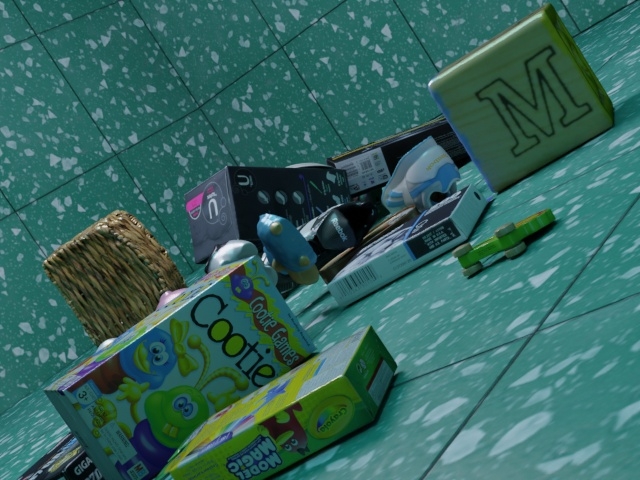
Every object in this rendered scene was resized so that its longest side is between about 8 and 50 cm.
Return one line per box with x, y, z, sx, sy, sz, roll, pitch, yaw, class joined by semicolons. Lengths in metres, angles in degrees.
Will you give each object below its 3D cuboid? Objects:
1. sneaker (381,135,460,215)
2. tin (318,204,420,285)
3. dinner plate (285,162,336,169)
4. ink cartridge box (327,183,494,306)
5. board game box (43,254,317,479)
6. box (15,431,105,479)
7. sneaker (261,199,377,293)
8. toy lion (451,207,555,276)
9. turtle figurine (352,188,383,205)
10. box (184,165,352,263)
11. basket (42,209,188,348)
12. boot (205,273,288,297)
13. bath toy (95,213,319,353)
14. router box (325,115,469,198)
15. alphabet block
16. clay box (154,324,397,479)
0.164;-0.078;1.821;0.087;0.092;0.229;-37;-13;-16;sneaker
0.080;0.009;1.770;0.189;0.040;0.106;-35;10;-8;tin
-0.038;-0.125;2.123;0.141;0.017;0.141;-9;-11;-2;dinner plate
0.129;-0.002;1.551;0.206;0.045;0.208;-31;5;25;ink cartridge box
-0.168;0.156;1.347;0.275;0.144;0.142;-36;7;-23;board game box
-0.322;0.296;1.479;0.175;0.051;0.220;-30;7;29;box
0.000;0.000;1.719;0.234;0.078;0.106;-35;3;-32;sneaker
0.206;-0.004;1.227;0.100;0.034;0.096;-29;0;42;toy lion
0.029;-0.089;2.473;0.234;0.118;0.175;7;56;55;turtle figurine
-0.089;-0.045;2.069;0.270;0.143;0.165;-1;-16;-37;box
-0.380;0.087;2.300;0.213;0.299;0.223;-31;6;16;basket
-0.173;0.095;2.058;0.112;0.115;0.305;-40;7;-34;boot
-0.162;0.109;1.510;0.348;0.151;0.129;-38;17;-23;bath toy
0.172;-0.176;2.262;0.308;0.081;0.243;-20;7;-1;router box
0.299;-0.214;1.654;0.197;0.193;0.192;-31;7;21;alphabet block
-0.043;0.167;1.016;0.222;0.053;0.127;-32;6;20;clay box
